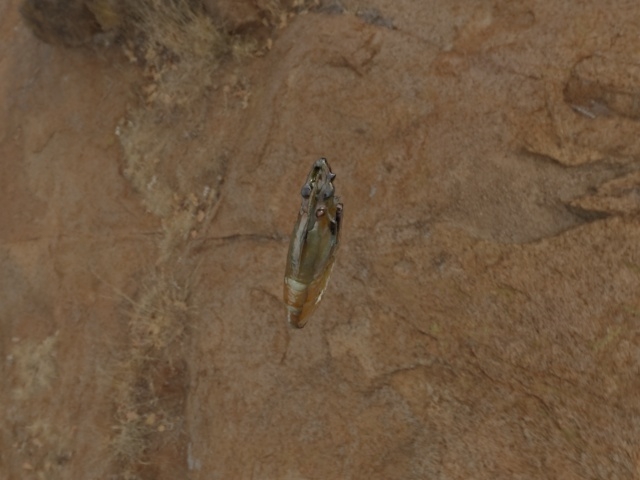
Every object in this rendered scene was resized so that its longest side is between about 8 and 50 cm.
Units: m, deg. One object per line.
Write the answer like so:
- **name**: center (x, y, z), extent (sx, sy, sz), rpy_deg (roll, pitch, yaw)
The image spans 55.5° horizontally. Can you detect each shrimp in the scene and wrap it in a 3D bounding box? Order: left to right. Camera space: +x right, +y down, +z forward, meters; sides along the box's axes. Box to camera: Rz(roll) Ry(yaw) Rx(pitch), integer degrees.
- **shrimp**: center (-0.002, -0.001, 0.724), extent (0.052, 0.251, 0.143), rpy_deg (23, 43, 9)
